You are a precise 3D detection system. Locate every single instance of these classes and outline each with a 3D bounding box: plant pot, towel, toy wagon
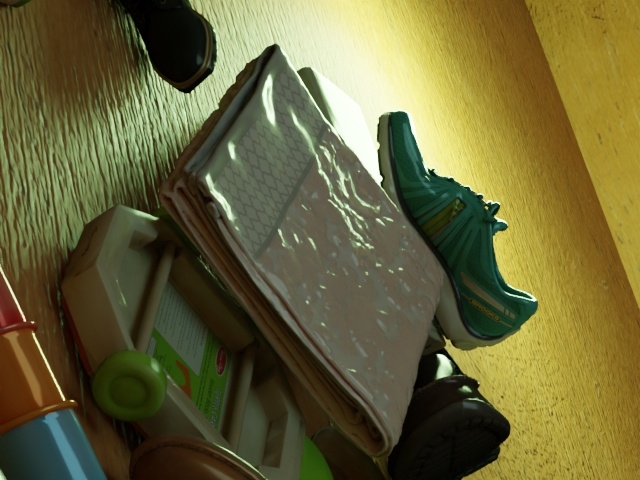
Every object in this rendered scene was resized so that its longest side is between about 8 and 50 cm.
[{"bbox_3d":[0.039,0.292,1.818,0.236,0.032,0.236,54,20,-30],"label":"plant pot"},{"bbox_3d":[0.000,0.000,1.768,0.317,0.053,0.332,53,26,-15],"label":"towel"},{"bbox_3d":[-0.085,0.129,1.590,0.344,0.068,0.267,52,20,-20],"label":"toy wagon"}]

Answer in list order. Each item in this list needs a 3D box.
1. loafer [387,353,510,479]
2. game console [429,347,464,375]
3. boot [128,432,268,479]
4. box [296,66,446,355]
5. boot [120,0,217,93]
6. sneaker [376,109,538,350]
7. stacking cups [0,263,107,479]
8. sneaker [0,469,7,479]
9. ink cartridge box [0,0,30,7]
[{"bbox_3d":[0.107,0.187,1.970,0.130,0.134,0.366,60,-4,12],"label":"loafer"},{"bbox_3d":[0.115,0.145,2.292,0.122,0.071,0.107,54,-10,-31],"label":"game console"},{"bbox_3d":[-0.076,0.299,1.390,0.283,0.109,0.220,64,22,-15],"label":"boot"},{"bbox_3d":[0.012,-0.014,2.032,0.148,0.121,0.311,32,35,-60],"label":"box"},{"bbox_3d":[-0.185,-0.244,1.906,0.137,0.077,0.198,38,17,-46],"label":"boot"},{"bbox_3d":[0.142,-0.020,2.030,0.275,0.110,0.107,64,15,-1],"label":"sneaker"},{"bbox_3d":[-0.180,0.152,1.271,0.316,0.096,0.096,67,17,9],"label":"stacking cups"},{"bbox_3d":[-0.242,0.179,1.044,0.256,0.094,0.151,-94,158,-46],"label":"sneaker"},{"bbox_3d":[-0.253,-0.293,1.553,0.097,0.189,0.255,68,18,12],"label":"ink cartridge box"}]
